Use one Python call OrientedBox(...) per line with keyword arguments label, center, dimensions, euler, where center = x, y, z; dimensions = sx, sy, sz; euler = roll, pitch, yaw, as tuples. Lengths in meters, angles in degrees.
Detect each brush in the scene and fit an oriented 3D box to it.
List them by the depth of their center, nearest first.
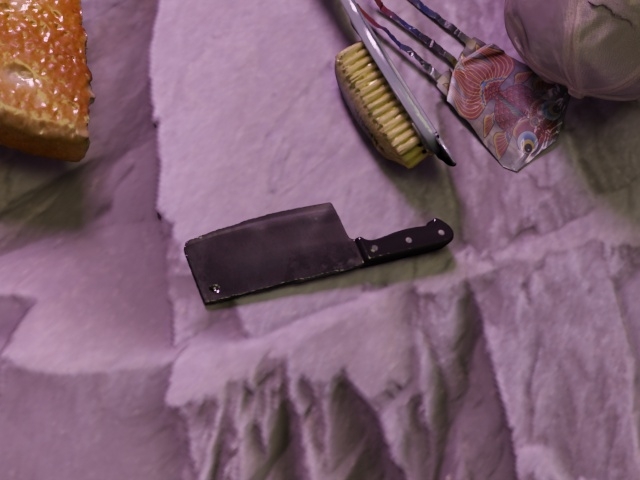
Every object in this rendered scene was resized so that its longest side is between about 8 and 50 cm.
OrientedBox(label="brush", center=(0.029, -0.177, 1.805), dimensions=(0.060, 0.068, 0.297), euler=(-32, 71, 8))

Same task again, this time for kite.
OrientedBox(label="kite", center=(0.136, -0.169, 1.867), dimensions=(0.229, 0.016, 0.127), euler=(42, 53, 1))

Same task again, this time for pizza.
OrientedBox(label="pizza", center=(-0.283, -0.197, 1.669), dimensions=(0.289, 0.081, 0.229), euler=(37, 57, -4))

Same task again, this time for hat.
OrientedBox(label="hat", center=(0.238, -0.244, 1.866), dimensions=(0.232, 0.161, 0.275), euler=(34, 20, -49))

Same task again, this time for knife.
OrientedBox(label="knife", center=(0.000, 0.000, 1.713), dimensions=(0.245, 0.019, 0.072), euler=(-12, 66, -25))
